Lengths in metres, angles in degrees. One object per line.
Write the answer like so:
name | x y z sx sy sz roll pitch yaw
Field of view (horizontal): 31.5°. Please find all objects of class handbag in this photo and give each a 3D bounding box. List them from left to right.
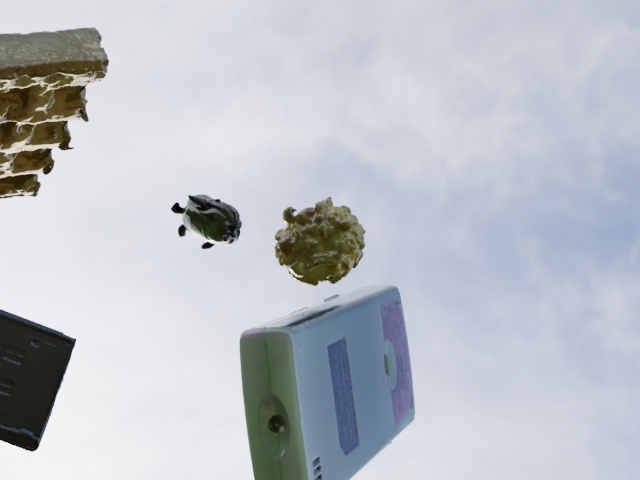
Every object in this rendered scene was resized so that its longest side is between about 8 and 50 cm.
handbag | -0.130 -0.023 1.354 0.111 0.047 0.072 18 -52 50

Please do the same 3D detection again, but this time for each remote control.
remote control | 0.017 0.122 0.970 0.050 0.344 0.145 -7 -90 17

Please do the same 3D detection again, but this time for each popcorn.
popcorn | 0.000 0.000 1.015 0.082 0.083 0.057 5 -14 15

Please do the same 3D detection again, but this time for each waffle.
waffle | -0.425 -0.126 1.294 0.348 0.304 0.077 -39 -113 50

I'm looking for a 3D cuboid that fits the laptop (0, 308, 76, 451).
laptop | -0.369 0.130 1.203 0.197 0.135 0.016 23 -25 -18
